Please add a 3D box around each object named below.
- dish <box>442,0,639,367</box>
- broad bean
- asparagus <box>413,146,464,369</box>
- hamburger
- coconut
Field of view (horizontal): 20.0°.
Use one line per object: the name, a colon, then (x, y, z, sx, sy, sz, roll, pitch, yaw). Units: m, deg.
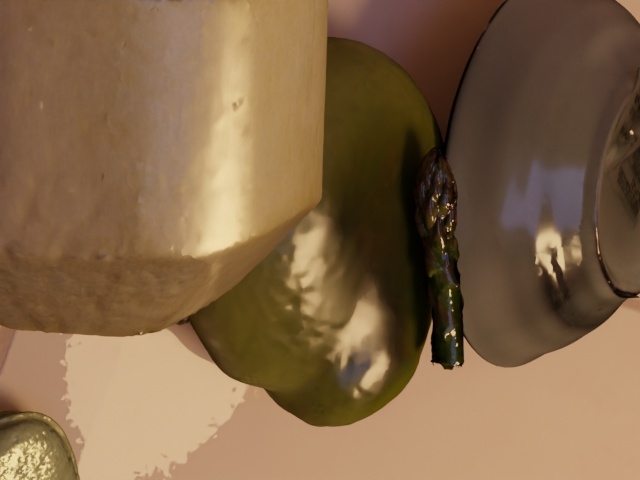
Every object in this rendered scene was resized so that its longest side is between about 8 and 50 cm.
dish: (0.210, -0.047, 1.390, 0.316, 0.106, 0.316, -22, 118, -51)
broad bean: (0.000, 0.000, 1.289, 0.238, 0.119, 0.291, -23, 120, -35)
asparagus: (0.084, 0.012, 1.279, 0.036, 0.030, 0.165, -33, 123, -47)
hamburger: (-0.219, 0.156, 1.226, 0.121, 0.054, 0.084, -17, 112, -35)
coconut: (-0.134, -0.113, 1.035, 0.323, 0.323, 0.323, -15, 115, -34)
